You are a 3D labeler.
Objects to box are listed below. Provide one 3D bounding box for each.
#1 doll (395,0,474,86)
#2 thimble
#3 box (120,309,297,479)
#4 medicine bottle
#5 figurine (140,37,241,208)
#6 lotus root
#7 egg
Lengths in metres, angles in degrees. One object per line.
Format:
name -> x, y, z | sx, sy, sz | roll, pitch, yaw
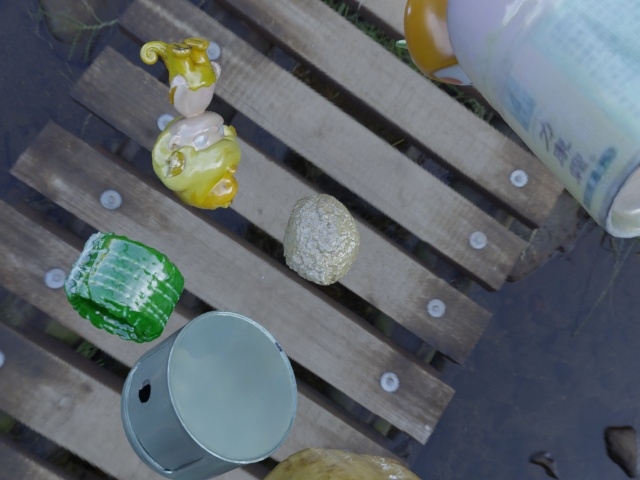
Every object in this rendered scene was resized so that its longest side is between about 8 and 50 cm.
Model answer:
doll -> 0.232, -0.338, 1.000 | 0.214, 0.236, 0.213 | 0, 93, 0
thimble -> -0.222, 0.054, 0.724 | 0.130, 0.118, 0.090 | 47, 56, -40
box -> -0.168, 0.238, 0.965 | 0.149, 0.226, 0.226 | -34, 90, 38
medicine bottle -> 0.279, -0.226, 0.688 | 0.236, 0.235, 0.406 | -26, 58, -6
figurine -> -0.177, -0.152, 0.886 | 0.131, 0.156, 0.246 | 17, 122, 26
lotus root -> 0.014, 0.198, 0.429 | 0.125, 0.221, 0.118 | 28, 73, -11
egg -> 0.000, 0.000, 0.937 | 0.116, 0.118, 0.140 | -13, 77, 10
